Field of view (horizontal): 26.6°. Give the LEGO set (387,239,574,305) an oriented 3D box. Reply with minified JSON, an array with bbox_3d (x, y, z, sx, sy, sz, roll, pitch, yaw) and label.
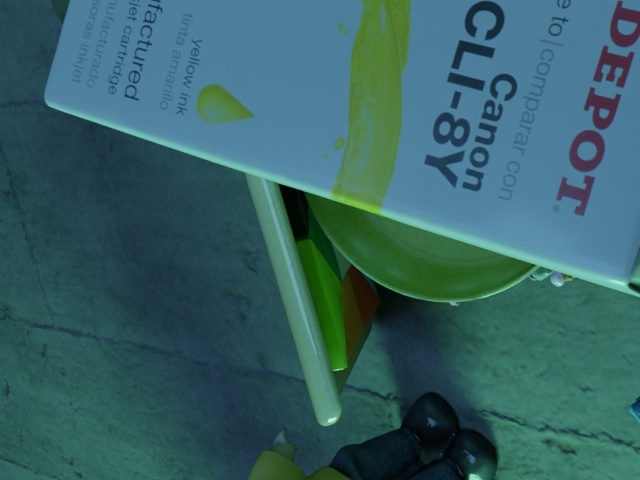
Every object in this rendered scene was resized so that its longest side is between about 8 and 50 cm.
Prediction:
[{"bbox_3d":[0.143,-0.014,0.937,0.287,0.107,0.132,15,121,44],"label":"LEGO set"}]

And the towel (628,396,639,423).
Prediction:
[{"bbox_3d":[0.270,0.155,0.952,0.067,0.029,0.119,-26,91,51],"label":"towel"}]

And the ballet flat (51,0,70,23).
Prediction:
[{"bbox_3d":[-0.200,-0.289,1.216,0.084,0.058,0.250,11,132,4],"label":"ballet flat"}]

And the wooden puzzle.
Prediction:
[{"bbox_3d":[0.000,0.000,1.053,0.044,0.239,0.221,-14,104,11],"label":"wooden puzzle"}]

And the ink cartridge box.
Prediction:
[{"bbox_3d":[0.063,-0.152,0.776,0.384,0.160,0.279,19,94,28],"label":"ink cartridge box"}]

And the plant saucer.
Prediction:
[{"bbox_3d":[0.084,-0.080,0.904,0.241,0.037,0.241,6,100,36],"label":"plant saucer"}]

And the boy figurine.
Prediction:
[{"bbox_3d":[0.005,0.225,1.086,0.177,0.285,0.092,45,138,26],"label":"boy figurine"}]
